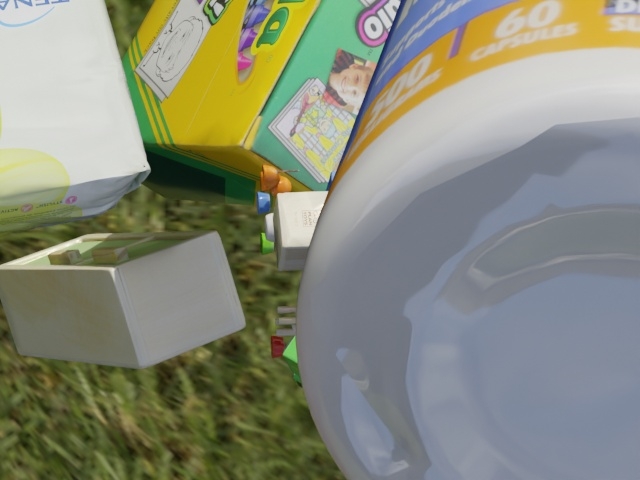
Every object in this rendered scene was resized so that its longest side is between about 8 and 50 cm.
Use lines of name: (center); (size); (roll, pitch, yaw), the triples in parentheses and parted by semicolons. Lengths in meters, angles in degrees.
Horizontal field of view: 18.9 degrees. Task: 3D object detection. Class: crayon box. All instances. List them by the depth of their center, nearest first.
crayon box: (-0.010, -0.204, 1.466); (0.106, 0.313, 0.363); (32, 78, -24)

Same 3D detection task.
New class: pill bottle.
pill bottle: (0.092, -0.040, 0.523); (0.152, 0.272, 0.152); (6, 124, 9)

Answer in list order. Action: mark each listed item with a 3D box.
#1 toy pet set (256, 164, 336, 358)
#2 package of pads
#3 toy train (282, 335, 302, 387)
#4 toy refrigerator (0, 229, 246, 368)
toy pet set: (0.000, 0.000, 1.236); (0.065, 0.114, 0.122); (-3, 65, -9)
package of pads: (-0.277, -0.105, 1.257); (0.296, 0.101, 0.229); (-12, 80, -23)
toy train: (0.001, 0.067, 0.893); (0.024, 0.083, 0.017); (26, 71, 24)
toy refrigerator: (-0.178, 0.043, 1.634); (0.102, 0.269, 0.094); (-21, 100, -28)
